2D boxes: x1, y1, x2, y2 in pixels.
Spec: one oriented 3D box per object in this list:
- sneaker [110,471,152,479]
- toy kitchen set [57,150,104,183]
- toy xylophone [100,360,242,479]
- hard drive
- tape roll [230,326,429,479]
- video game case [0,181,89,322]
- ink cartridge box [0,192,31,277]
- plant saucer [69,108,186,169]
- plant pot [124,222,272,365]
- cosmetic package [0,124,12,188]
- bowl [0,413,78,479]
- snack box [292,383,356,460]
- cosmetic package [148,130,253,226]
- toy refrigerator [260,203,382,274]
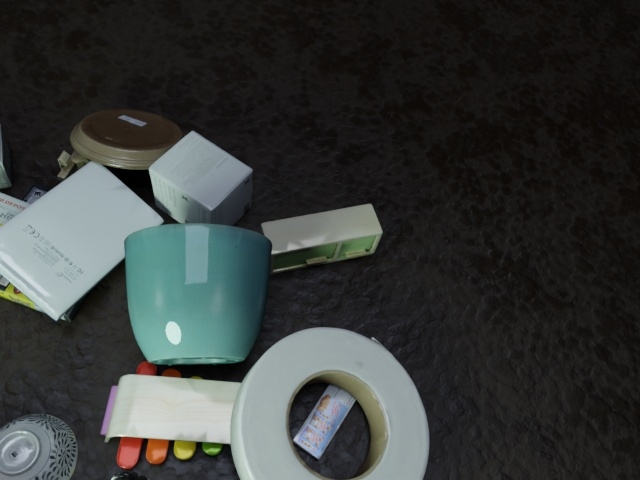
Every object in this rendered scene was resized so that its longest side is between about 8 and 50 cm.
[{"bbox_3d":[-0.237,0.524,0.948,0.330,0.129,0.147,37,76,-12],"label":"sneaker"},{"bbox_3d":[-0.576,-0.175,1.370,0.075,0.068,0.083,17,58,2],"label":"toy kitchen set"},{"bbox_3d":[-0.262,0.358,1.088,0.322,0.081,0.236,13,58,-1],"label":"toy xylophone"},{"bbox_3d":[-0.520,-0.012,1.221,0.210,0.040,0.319,42,51,-5],"label":"hard drive"},{"bbox_3d":[0.023,0.356,1.095,0.391,0.072,0.392,11,57,-18],"label":"tape roll"},{"bbox_3d":[-0.596,0.018,1.270,0.248,0.035,0.275,19,57,3],"label":"video game case"},{"bbox_3d":[-0.698,-0.013,1.207,0.127,0.072,0.175,20,57,4],"label":"ink cartridge box"},{"bbox_3d":[-0.457,-0.254,1.389,0.277,0.041,0.278,10,33,-6],"label":"plant saucer"},{"bbox_3d":[-0.241,0.122,1.128,0.292,0.293,0.235,1,73,-9],"label":"plant pot"},{"bbox_3d":[-0.846,-0.181,1.311,0.237,0.107,0.127,-10,64,-18],"label":"cosmetic package"},{"bbox_3d":[-0.533,0.387,1.028,0.170,0.080,0.170,4,59,-7],"label":"bowl"},{"bbox_3d":[0.017,0.353,1.171,0.064,0.022,0.178,33,59,10],"label":"snack box"},{"bbox_3d":[-0.274,-0.122,1.337,0.183,0.151,0.151,33,60,13],"label":"cosmetic package"},{"bbox_3d":[0.000,0.000,1.337,0.269,0.102,0.094,-11,61,-16],"label":"toy refrigerator"}]
